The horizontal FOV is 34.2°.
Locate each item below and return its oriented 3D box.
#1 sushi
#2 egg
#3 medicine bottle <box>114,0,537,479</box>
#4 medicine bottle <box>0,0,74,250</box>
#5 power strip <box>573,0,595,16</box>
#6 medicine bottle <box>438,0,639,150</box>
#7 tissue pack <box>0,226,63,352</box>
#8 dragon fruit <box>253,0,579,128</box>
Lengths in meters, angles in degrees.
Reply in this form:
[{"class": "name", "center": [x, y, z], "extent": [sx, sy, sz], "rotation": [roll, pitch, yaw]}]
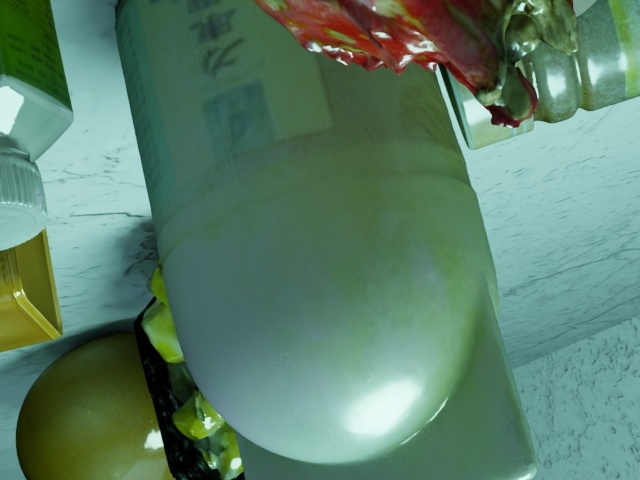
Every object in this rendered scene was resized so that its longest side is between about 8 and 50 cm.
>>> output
[{"class": "sushi", "center": [-0.059, 0.127, 1.269], "extent": [0.328, 0.328, 0.285], "rotation": [-7, 150, -19]}, {"class": "egg", "center": [-0.305, 0.284, 1.598], "extent": [0.351, 0.283, 0.282], "rotation": [-30, 158, 24]}, {"class": "medicine bottle", "center": [0.000, 0.000, 0.759], "extent": [0.235, 0.406, 0.236], "rotation": [-13, 162, -4]}, {"class": "medicine bottle", "center": [-0.229, -0.092, 0.648], "extent": [0.132, 0.189, 0.088], "rotation": [-20, 162, 14]}, {"class": "power strip", "center": [0.117, -0.205, 0.643], "extent": [0.078, 0.154, 0.154], "rotation": [-8, 161, -23]}, {"class": "medicine bottle", "center": [0.245, -0.190, 0.802], "extent": [0.322, 0.151, 0.151], "rotation": [-18, 163, 8]}, {"class": "tissue pack", "center": [-0.410, 0.045, 1.005], "extent": [0.274, 0.145, 0.194], "rotation": [-14, 161, -5]}, {"class": "dragon fruit", "center": [0.036, -0.175, 0.489], "extent": [0.205, 0.268, 0.210], "rotation": [2, 143, -48]}]
